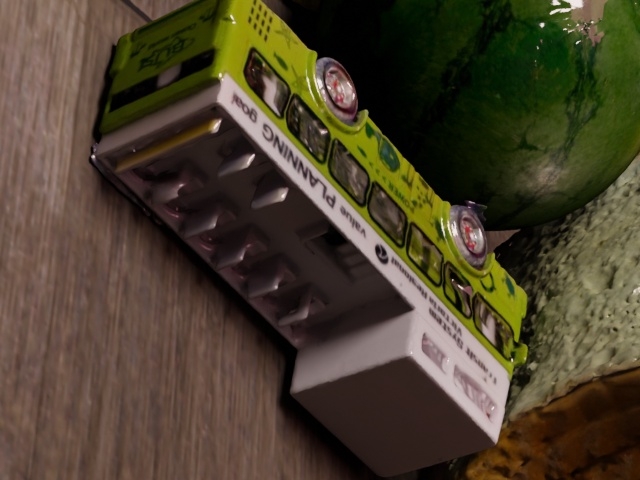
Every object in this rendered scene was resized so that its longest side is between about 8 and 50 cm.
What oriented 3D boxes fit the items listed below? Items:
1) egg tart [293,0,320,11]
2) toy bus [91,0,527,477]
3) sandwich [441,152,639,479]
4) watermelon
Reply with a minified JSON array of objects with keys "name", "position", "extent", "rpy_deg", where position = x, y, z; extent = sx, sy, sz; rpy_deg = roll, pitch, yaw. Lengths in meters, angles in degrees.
[{"name":"egg tart","position":[-0.009,-0.205,1.201],"extent":[0.105,0.039,0.105],"rpy_deg":[35,45,-43]},{"name":"toy bus","position":[0.000,0.000,1.032],"extent":[0.302,0.113,0.139],"rpy_deg":[46,38,-32]},{"name":"sandwich","position":[0.184,0.052,1.129],"extent":[0.087,0.226,0.251],"rpy_deg":[47,33,-21]},{"name":"watermelon","position":[0.111,-0.125,1.155],"extent":[0.242,0.242,0.242],"rpy_deg":[36,45,-45]}]
